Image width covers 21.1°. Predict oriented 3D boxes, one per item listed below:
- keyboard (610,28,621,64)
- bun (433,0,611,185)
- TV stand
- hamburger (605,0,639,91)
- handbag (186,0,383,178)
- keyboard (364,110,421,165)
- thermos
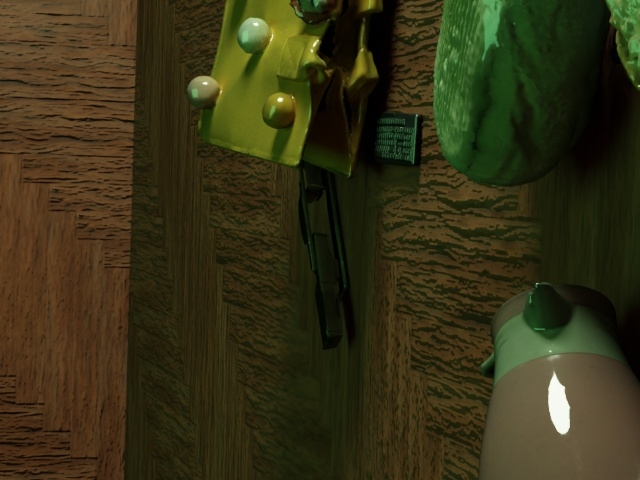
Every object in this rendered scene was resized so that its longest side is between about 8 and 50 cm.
[{"bbox_3d":[0.197,-0.157,1.108,0.204,0.013,0.061,15,-98,-81],"label":"keyboard"},{"bbox_3d":[0.148,-0.152,1.257,0.221,0.108,0.221,180,90,-84],"label":"bun"},{"bbox_3d":[0.000,0.000,1.874,0.036,0.042,0.249,121,146,-55],"label":"TV stand"},{"bbox_3d":[0.233,-0.195,0.874,0.282,0.245,0.155,-48,12,-34],"label":"hamburger"},{"bbox_3d":[-0.018,-0.280,1.792,0.283,0.133,0.401,24,106,62],"label":"handbag"},{"bbox_3d":[0.070,-0.101,1.698,0.155,0.010,0.053,-166,79,-74],"label":"keyboard"},{"bbox_3d":[0.171,0.161,1.139,0.176,0.146,0.265,72,-168,-47],"label":"thermos"}]
